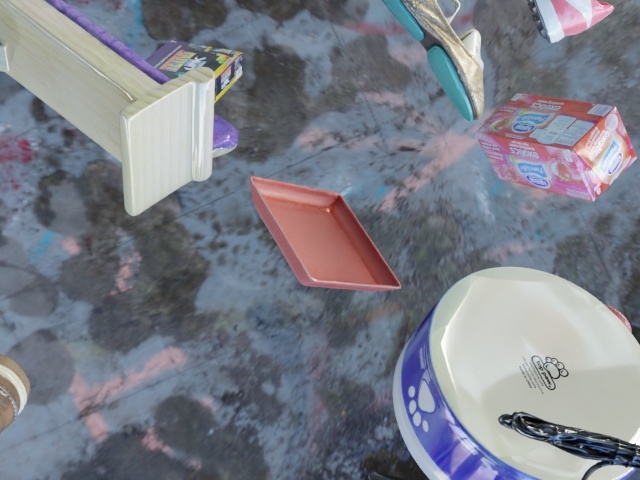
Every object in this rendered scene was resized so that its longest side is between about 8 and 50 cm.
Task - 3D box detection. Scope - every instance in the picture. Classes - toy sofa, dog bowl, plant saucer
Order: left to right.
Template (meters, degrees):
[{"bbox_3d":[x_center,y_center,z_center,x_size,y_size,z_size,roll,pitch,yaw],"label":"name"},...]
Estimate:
[{"bbox_3d":[-0.263,-0.207,1.125,0.362,0.177,0.150,37,143,24],"label":"toy sofa"},{"bbox_3d":[0.000,0.000,1.851,0.048,0.258,0.259,-49,56,27],"label":"plant saucer"},{"bbox_3d":[0.217,0.161,1.044,0.265,0.265,0.104,29,139,4],"label":"dog bowl"}]

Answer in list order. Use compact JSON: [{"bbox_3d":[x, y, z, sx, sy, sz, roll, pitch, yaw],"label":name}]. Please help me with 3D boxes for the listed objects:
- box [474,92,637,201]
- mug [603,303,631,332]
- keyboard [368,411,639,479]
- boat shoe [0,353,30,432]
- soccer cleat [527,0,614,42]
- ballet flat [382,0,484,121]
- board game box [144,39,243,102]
[{"bbox_3d":[0.423,-0.174,1.792,0.128,0.257,0.123,-42,120,-17],"label":"box"},{"bbox_3d":[0.477,0.218,1.806,0.113,0.150,0.169,37,57,-3],"label":"mug"},{"bbox_3d":[0.185,0.221,0.711,0.317,0.033,0.201,14,77,-7],"label":"keyboard"},{"bbox_3d":[-0.396,0.184,0.909,0.257,0.095,0.095,-25,117,14],"label":"boat shoe"},{"bbox_3d":[0.339,-0.460,1.470,0.116,0.108,0.318,-20,108,11],"label":"soccer cleat"},{"bbox_3d":[0.140,-0.233,1.104,0.067,0.073,0.206,-37,101,-8],"label":"ballet flat"},{"bbox_3d":[-0.228,-0.288,1.698,0.141,0.170,0.048,13,123,11],"label":"board game box"}]
